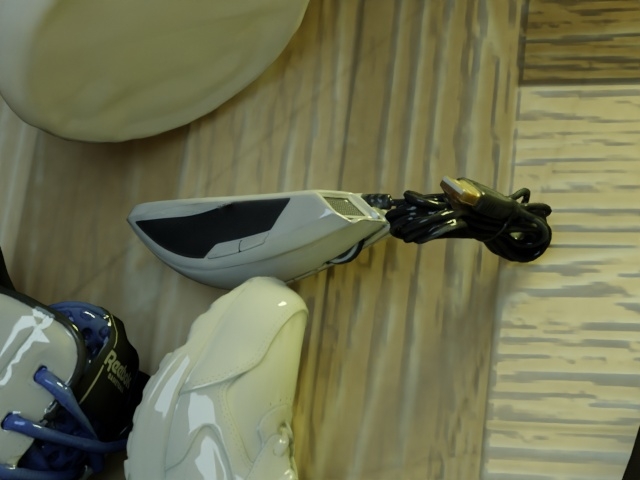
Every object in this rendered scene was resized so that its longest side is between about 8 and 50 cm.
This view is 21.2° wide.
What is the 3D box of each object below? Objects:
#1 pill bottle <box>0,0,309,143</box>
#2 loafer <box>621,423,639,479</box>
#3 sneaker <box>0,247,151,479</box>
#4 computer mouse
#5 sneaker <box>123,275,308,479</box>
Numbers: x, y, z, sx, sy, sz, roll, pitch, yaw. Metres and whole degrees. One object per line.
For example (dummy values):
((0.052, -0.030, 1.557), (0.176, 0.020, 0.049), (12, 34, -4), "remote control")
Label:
((-0.137, -0.208, 0.851), (0.169, 0.169, 0.301), (-33, 63, 3), "pill bottle")
((0.149, 0.102, 0.677), (0.078, 0.080, 0.220), (-8, 66, 14), "loafer")
((-0.159, 0.113, 0.748), (0.182, 0.127, 0.316), (-22, 62, 11), "sneaker")
((0.000, 0.000, 0.774), (0.193, 0.106, 0.042), (-4, 86, 29), "computer mouse")
((-0.031, 0.132, 0.731), (0.115, 0.090, 0.232), (14, 82, 16), "sneaker")
